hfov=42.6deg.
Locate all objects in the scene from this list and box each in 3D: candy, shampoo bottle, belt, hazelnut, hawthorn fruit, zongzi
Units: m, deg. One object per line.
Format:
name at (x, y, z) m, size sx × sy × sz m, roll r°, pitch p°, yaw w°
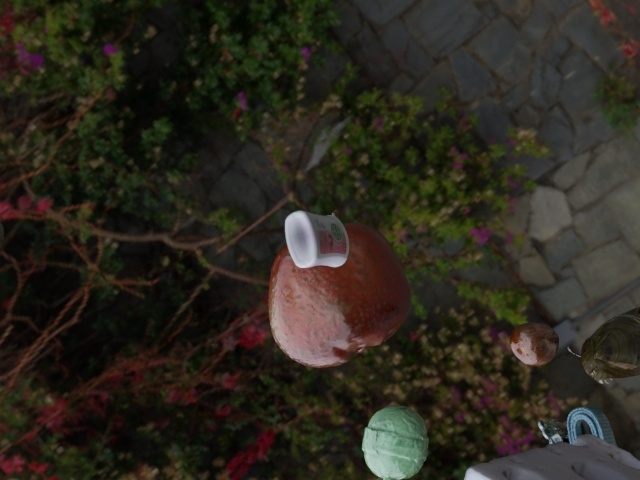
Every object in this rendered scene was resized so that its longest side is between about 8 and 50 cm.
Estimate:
candy at (0.111, 0.505, 1.408) m, size 0.119 × 0.119 × 0.439 m, roll 33°, pitch -117°, yaw -69°
shampoo bottle at (0.000, 0.000, 1.057) m, size 0.099 × 0.043 × 0.072 m, roll 4°, pitch -110°, yaw -58°
belt at (0.406, 0.343, 1.234) m, size 0.065 × 0.100 × 0.179 m, roll 10°, pitch -123°, yaw -42°
hazelnut at (0.374, 0.178, 1.438) m, size 0.086 × 0.086 × 0.086 m, roll 52°, pitch -172°, yaw -10°
hawthorn fruit at (0.034, 0.086, 1.537) m, size 0.275 × 0.275 × 0.299 m, roll 32°, pitch -128°, yaw -70°
zongzi at (0.489, 0.200, 1.438) m, size 0.247 × 0.241 × 0.111 m, roll -46°, pitch 57°, yaw 57°

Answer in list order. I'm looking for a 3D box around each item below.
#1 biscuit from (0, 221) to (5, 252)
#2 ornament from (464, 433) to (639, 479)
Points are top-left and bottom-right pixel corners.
biscuit at (-0.639, 0.022, 1.213) m, size 0.332 × 0.332 × 0.103 m, roll -93°, pitch -6°, yaw -76°
ornament at (0.258, 0.344, 0.734) m, size 0.240 × 0.239 × 0.239 m, roll 23°, pitch -167°, yaw 41°
